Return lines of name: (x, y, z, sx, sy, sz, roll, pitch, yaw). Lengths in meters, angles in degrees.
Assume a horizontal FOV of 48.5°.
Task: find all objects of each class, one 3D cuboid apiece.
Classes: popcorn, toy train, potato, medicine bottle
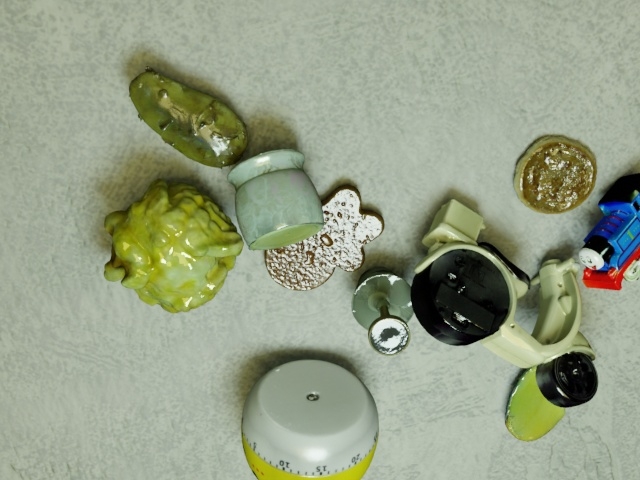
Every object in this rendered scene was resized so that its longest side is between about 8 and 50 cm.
popcorn: (-0.256, 0.013, 1.250, 0.255, 0.194, 0.256, 2, 129, 3)
toy train: (0.544, -0.013, 1.282, 0.204, 0.083, 0.131, -45, 108, -17)
potato: (-0.226, -0.207, 1.219, 0.226, 0.090, 0.117, 34, 106, -14)
potato: (0.444, 0.315, 1.459, 0.120, 0.054, 0.197, 10, 105, -1)
medicine bottle: (-0.077, -0.070, 1.226, 0.147, 0.147, 0.142, -17, 77, 4)

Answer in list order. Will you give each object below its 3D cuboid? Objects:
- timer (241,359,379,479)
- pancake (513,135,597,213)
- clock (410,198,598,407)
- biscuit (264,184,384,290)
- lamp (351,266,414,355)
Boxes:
timer: (-0.023, 0.397, 1.371, 0.286, 0.285, 0.285, -1, 110, -2)
pancake: (0.432, -0.117, 1.309, 0.158, 0.028, 0.158, -1, 110, -4)
clock: (0.347, 0.109, 1.282, 0.379, 0.276, 0.120, 29, 150, -10)
biscuit: (0.000, 0.000, 1.332, 0.236, 0.039, 0.180, -37, 108, 12)
lamp: (0.116, 0.123, 1.288, 0.122, 0.214, 0.121, 0, 109, 0)
